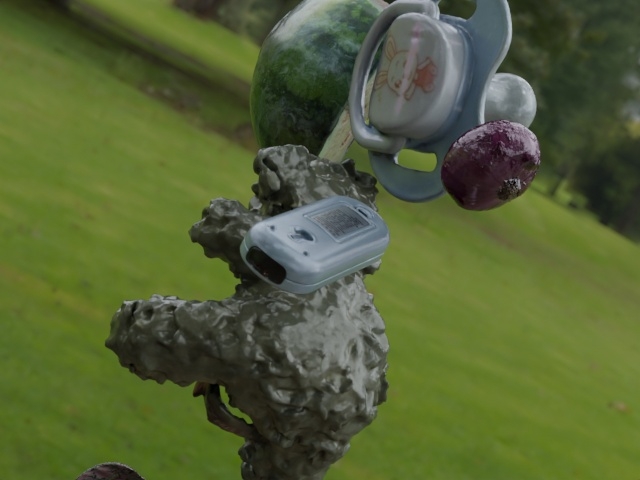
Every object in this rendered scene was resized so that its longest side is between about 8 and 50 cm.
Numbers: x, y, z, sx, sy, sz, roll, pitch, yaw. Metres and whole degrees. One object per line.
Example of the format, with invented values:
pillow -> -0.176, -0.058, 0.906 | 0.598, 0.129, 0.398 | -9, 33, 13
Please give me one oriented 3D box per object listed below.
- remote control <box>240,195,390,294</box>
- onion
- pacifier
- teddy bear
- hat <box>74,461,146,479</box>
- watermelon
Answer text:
remote control -> 0.000, 0.000, 1.645 | 0.087, 0.047, 0.244 | 40, 24, 13
onion -> 0.185, -0.086, 1.791 | 0.115, 0.115, 0.104 | 22, 26, -39
pacifier -> 0.162, -0.177, 1.974 | 0.226, 0.287, 0.238 | 16, -3, -36
teddy bear -> -0.034, 0.068, 1.881 | 0.224, 0.367, 0.357 | -13, -45, 36
hat -> -0.136, 0.168, 1.043 | 0.087, 0.058, 0.042 | 30, -7, -41
watermelon -> 0.001, -0.186, 2.175 | 0.180, 0.305, 0.224 | 20, 21, -32
